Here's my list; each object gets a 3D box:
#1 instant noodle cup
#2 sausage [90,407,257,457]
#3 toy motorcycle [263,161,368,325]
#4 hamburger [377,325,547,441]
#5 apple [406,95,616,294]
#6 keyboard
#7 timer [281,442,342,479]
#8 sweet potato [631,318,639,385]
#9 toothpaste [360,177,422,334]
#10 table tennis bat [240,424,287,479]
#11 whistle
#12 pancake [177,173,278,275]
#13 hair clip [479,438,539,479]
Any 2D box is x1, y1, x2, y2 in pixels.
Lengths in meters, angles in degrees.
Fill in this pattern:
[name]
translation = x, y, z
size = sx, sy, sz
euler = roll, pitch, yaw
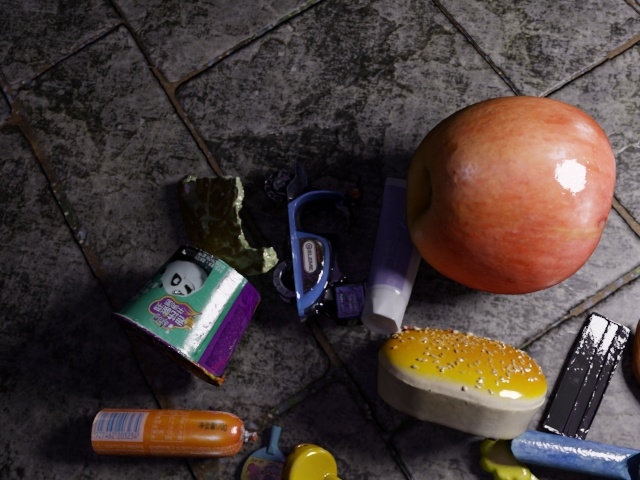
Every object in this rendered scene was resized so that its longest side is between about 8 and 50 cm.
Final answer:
[instant noodle cup]
translation = -0.246, 0.137, 1.241
size = 0.251, 0.251, 0.190
euler = 28, 69, 16
[sausage]
translation = -0.277, 0.374, 1.237
size = 0.313, 0.093, 0.092
euler = -2, 72, 8
[toy motorcycle]
translation = 0.000, 0.000, 1.311
size = 0.213, 0.125, 0.358
euler = -6, 73, -3
[hamburger]
translation = 0.245, 0.244, 1.138
size = 0.296, 0.227, 0.151
euler = 16, 98, 10
[apple]
translation = 0.327, -0.086, 1.158
size = 0.364, 0.364, 0.363
euler = -2, 71, 7
[keyboard]
translation = 0.500, 0.258, 1.202
size = 0.087, 0.017, 0.250
euler = 26, 78, 14
[timer]
translation = -0.015, 0.433, 1.169
size = 0.107, 0.109, 0.107
euler = 0, 91, -31
[sweet potato]
translation = 0.610, 0.242, 1.174
size = 0.055, 0.058, 0.202
euler = 3, 71, -36
[toothpaste]
translation = 0.158, 0.010, 1.267
size = 0.125, 0.079, 0.371
euler = 10, 54, 12
[table tennis bat]
translation = -0.100, 0.437, 1.229
size = 0.100, 0.019, 0.154
euler = 10, 76, 12
[whistle]
translation = 0.482, 0.386, 1.123
size = 0.305, 0.062, 0.062
euler = 9, 73, 5
[pancake]
translation = -0.203, -0.048, 1.336
size = 0.376, 0.054, 0.197
euler = 48, 120, 35
[hair clip]
translation = 0.357, 0.429, 1.150
size = 0.072, 0.046, 0.173
euler = -39, 69, -10
